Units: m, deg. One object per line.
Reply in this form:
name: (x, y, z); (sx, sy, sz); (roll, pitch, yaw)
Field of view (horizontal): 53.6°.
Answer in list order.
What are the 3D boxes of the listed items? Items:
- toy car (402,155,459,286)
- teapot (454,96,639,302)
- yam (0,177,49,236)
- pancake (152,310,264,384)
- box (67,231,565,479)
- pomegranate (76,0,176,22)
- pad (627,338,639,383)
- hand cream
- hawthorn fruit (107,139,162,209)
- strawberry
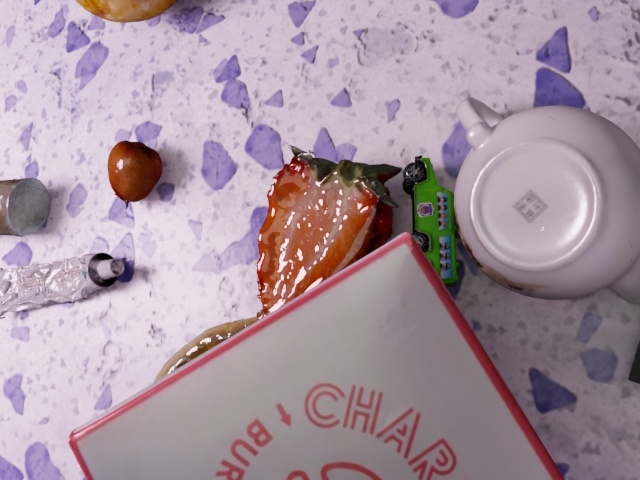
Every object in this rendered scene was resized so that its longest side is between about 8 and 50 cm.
toy car: (0.132, -0.019, 0.763); (0.062, 0.071, 0.165); (-2, 80, 6)
teapot: (0.244, -0.049, 0.688); (0.204, 0.139, 0.298); (-42, 70, 33)
yam: (-0.563, -0.054, 1.021); (0.259, 0.093, 0.093); (2, 81, 21)
pancake: (-0.081, 0.258, 0.791); (0.356, 0.065, 0.356); (-4, 74, 16)
box: (0.029, 0.215, 0.588); (0.312, 0.300, 0.314); (-31, 82, 1)
pomegranate: (-0.281, -0.440, 0.915); (0.248, 0.248, 0.248); (-4, 79, 20)
pad: (0.408, 0.076, 0.655); (0.127, 0.004, 0.190); (19, 88, 6)
hand cream: (-0.396, 0.059, 0.961); (0.256, 0.050, 0.084); (-14, 74, 25)
hawthorn fruit: (-0.277, -0.095, 0.926); (0.081, 0.081, 0.093); (37, 107, 22)
strawberry: (0.012, 0.009, 0.789); (0.174, 0.098, 0.228); (11, 88, 23)
